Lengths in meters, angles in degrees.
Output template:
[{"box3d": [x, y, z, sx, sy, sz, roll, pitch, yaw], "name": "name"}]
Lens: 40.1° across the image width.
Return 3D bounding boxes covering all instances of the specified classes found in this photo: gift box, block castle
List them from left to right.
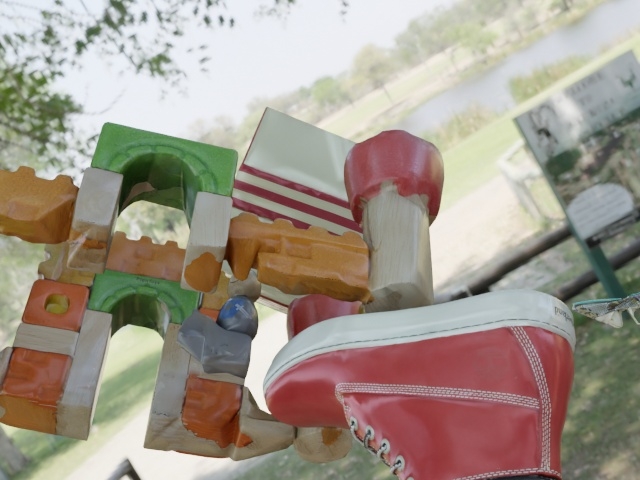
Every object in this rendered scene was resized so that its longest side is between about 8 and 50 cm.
[{"box3d": [-0.144, 0.010, 0.758, 0.303, 0.452, 0.213, 110, 167, -45], "name": "block castle"}, {"box3d": [0.000, 0.000, 1.157, 0.276, 0.258, 0.255, 130, 161, -84], "name": "gift box"}]

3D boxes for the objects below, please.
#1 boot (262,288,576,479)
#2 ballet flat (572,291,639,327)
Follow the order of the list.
[{"box3d": [0.045, 0.139, 0.566, 0.244, 0.088, 0.176, -18, 49, 39], "name": "boot"}, {"box3d": [0.346, 0.078, 0.994, 0.114, 0.041, 0.041, -13, 10, 9], "name": "ballet flat"}]
